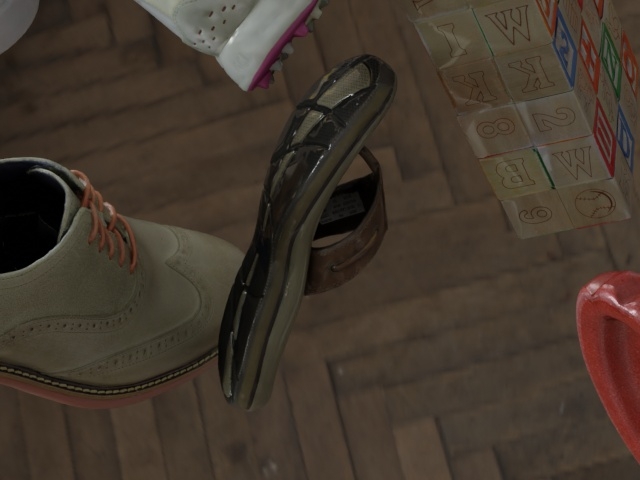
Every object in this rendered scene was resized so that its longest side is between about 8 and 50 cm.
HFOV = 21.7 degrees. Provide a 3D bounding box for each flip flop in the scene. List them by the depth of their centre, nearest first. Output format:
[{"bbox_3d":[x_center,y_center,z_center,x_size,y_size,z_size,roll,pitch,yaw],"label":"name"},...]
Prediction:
[{"bbox_3d":[0.000,0.000,1.143,0.080,0.277,0.112,13,24,-14],"label":"flip flop"}]

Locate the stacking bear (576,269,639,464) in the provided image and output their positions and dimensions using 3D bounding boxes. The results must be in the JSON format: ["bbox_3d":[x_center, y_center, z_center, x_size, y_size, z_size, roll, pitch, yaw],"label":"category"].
[{"bbox_3d":[0.291,0.018,0.845,0.289,0.164,0.175,-40,57,-18],"label":"stacking bear"}]

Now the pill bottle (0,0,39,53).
[{"bbox_3d":[-0.389,-0.334,1.492,0.210,0.363,0.210,-9,45,9],"label":"pill bottle"}]

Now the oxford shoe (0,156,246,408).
[{"bbox_3d":[-0.172,0.023,1.144,0.146,0.397,0.140,-49,61,32],"label":"oxford shoe"}]

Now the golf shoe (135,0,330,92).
[{"bbox_3d":[-0.062,-0.224,1.109,0.140,0.115,0.306,26,31,-15],"label":"golf shoe"}]

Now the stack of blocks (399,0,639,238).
[{"bbox_3d":[0.137,-0.167,1.173,0.087,0.297,0.171,-11,42,24],"label":"stack of blocks"}]
